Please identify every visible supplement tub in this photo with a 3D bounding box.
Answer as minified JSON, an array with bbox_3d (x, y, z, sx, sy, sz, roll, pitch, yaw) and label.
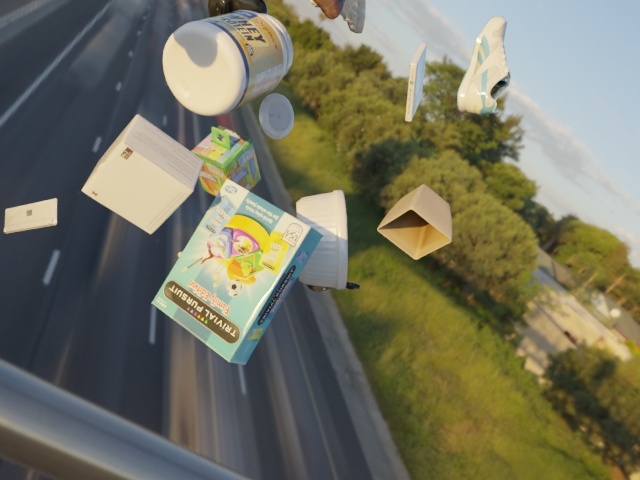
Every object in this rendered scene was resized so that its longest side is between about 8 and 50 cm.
[{"bbox_3d":[-0.226,-0.466,1.614,0.228,0.228,0.316,41,37,2],"label":"supplement tub"}]

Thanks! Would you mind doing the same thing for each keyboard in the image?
[{"bbox_3d":[-0.804,-0.066,1.730,0.014,0.256,0.072,16,72,-53],"label":"keyboard"}]

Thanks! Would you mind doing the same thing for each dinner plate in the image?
[{"bbox_3d":[-0.131,-0.383,1.929,0.017,0.141,0.141,6,-17,47],"label":"dinner plate"}]

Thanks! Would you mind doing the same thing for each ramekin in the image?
[{"bbox_3d":[0.000,0.000,1.677,0.127,0.272,0.273,-2,20,-3],"label":"ramekin"}]

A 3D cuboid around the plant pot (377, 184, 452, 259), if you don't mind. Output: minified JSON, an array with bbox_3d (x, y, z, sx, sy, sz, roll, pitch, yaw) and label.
[{"bbox_3d":[0.197,-0.045,1.246,0.109,0.109,0.096,37,52,-16],"label":"plant pot"}]

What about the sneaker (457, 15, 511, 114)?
[{"bbox_3d":[0.379,-0.383,1.380,0.092,0.228,0.087,16,-5,25],"label":"sneaker"}]

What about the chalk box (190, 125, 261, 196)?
[{"bbox_3d":[-0.276,-0.233,1.813,0.132,0.132,0.213,27,-30,25],"label":"chalk box"}]

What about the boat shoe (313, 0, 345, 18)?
[{"bbox_3d":[0.034,-0.684,1.630,0.123,0.123,0.342,55,26,-35],"label":"boat shoe"}]

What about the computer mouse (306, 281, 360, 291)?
[{"bbox_3d":[0.041,0.163,2.187,0.071,0.041,0.242,26,-18,-40],"label":"computer mouse"}]

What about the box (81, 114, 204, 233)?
[{"bbox_3d":[-0.388,-0.142,1.375,0.182,0.181,0.119,36,35,-24],"label":"box"}]

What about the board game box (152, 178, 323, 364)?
[{"bbox_3d":[-0.189,0.065,1.402,0.254,0.336,0.079,30,-2,27],"label":"board game box"}]

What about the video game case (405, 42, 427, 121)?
[{"bbox_3d":[0.234,-0.387,1.522,0.019,0.143,0.157,10,37,14],"label":"video game case"}]

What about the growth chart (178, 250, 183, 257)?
[{"bbox_3d":[-0.298,0.115,1.661,0.172,0.021,0.237,-27,96,-60],"label":"growth chart"}]

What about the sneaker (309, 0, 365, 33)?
[{"bbox_3d":[0.052,-0.731,1.897,0.292,0.169,0.108,79,5,-71],"label":"sneaker"}]

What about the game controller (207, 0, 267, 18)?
[{"bbox_3d":[-0.240,-0.583,1.839,0.167,0.319,0.067,-2,58,-7],"label":"game controller"}]
